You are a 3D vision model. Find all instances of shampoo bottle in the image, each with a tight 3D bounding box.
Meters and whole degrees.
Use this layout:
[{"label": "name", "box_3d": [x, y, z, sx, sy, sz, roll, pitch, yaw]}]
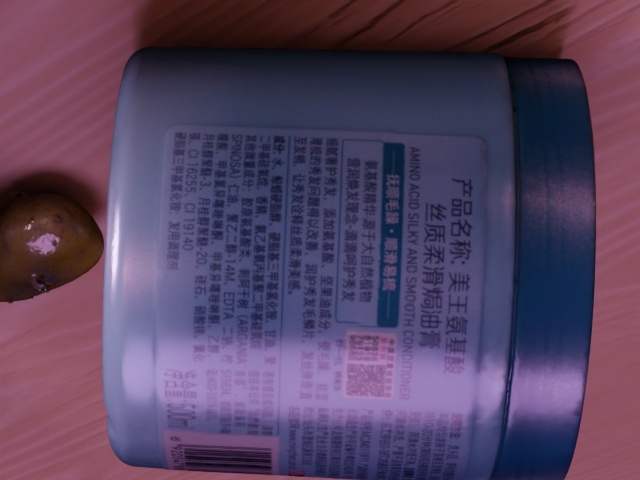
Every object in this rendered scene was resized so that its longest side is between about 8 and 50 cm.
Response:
[{"label": "shampoo bottle", "box_3d": [0.016, 0.019, 1.500, 0.342, 0.331, 0.331, 2, 154, -2]}]

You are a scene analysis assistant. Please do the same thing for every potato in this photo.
[{"label": "potato", "box_3d": [-0.266, 0.011, 1.772, 0.105, 0.085, 0.188, 24, 150, -36]}]
